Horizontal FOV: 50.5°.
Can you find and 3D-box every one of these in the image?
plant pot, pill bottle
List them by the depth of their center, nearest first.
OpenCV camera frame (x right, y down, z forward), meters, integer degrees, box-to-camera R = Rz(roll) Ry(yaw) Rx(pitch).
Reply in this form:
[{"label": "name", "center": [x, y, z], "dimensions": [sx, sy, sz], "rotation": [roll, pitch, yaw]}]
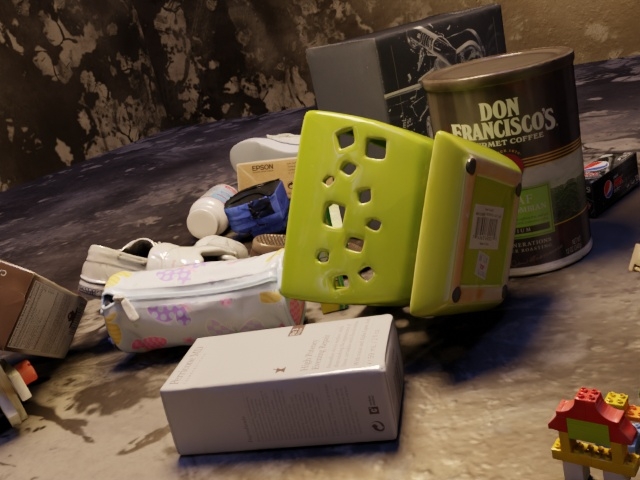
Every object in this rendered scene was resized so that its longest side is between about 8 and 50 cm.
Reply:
[{"label": "plant pot", "center": [0.108, -0.023, 0.810], "dimensions": [0.207, 0.227, 0.228], "rotation": [10, 3, 37]}, {"label": "pill bottle", "center": [-0.229, -0.060, 1.457], "dimensions": [0.087, 0.087, 0.160], "rotation": [-9, 19, 12]}]

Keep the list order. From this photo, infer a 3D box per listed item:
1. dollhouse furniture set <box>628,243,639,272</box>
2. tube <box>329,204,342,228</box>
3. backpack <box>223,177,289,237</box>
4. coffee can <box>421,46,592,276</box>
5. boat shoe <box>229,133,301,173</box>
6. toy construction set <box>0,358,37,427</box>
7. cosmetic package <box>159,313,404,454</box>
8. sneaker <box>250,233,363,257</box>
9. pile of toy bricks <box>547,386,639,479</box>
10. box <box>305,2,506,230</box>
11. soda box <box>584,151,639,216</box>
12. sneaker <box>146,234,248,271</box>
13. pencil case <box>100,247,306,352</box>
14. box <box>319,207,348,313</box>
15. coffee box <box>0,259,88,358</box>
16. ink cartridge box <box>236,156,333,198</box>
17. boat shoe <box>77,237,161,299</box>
[{"label": "dollhouse furniture set", "center": [0.405, 0.083, 0.628], "dimensions": [0.160, 0.101, 0.182], "rotation": [8, 12, -17]}, {"label": "tube", "center": [0.075, -0.075, 1.348], "dimensions": [0.240, 0.062, 0.070], "rotation": [-36, -13, -41]}, {"label": "backpack", "center": [-0.127, -0.056, 1.350], "dimensions": [0.120, 0.101, 0.098], "rotation": [-14, 16, 12]}, {"label": "coffee can", "center": [0.267, -0.114, 0.959], "dimensions": [0.201, 0.276, 0.201], "rotation": [-12, 18, 4]}, {"label": "boat shoe", "center": [-0.052, -0.218, 1.733], "dimensions": [0.367, 0.136, 0.156], "rotation": [3, 24, 33]}, {"label": "toy construction set", "center": [-0.514, 0.191, 0.800], "dimensions": [0.327, 0.151, 0.215], "rotation": [-15, -7, -29]}, {"label": "cosmetic package", "center": [-0.034, 0.148, 0.701], "dimensions": [0.231, 0.086, 0.117], "rotation": [-8, 18, 13]}, {"label": "sneaker", "center": [-0.018, 0.035, 1.072], "dimensions": [0.188, 0.071, 0.066], "rotation": [7, 25, -9]}, {"label": "pile of toy bricks", "center": [0.285, 0.128, 0.493], "dimensions": [0.212, 0.105, 0.118], "rotation": [2, 23, 39]}, {"label": "box", "center": [0.177, -0.207, 1.200], "dimensions": [0.312, 0.343, 0.179], "rotation": [-25, 22, -32]}, {"label": "soda box", "center": [0.461, -0.094, 1.113], "dimensions": [0.169, 0.060, 0.053], "rotation": [-28, 22, -38]}, {"label": "sneaker", "center": [-0.164, 0.044, 1.077], "dimensions": [0.115, 0.091, 0.232], "rotation": [5, 8, 24]}, {"label": "pencil case", "center": [-0.155, 0.080, 0.918], "dimensions": [0.273, 0.124, 0.114], "rotation": [-8, 55, 12]}, {"label": "box", "center": [0.000, 0.000, 0.963], "dimensions": [0.043, 0.179, 0.105], "rotation": [-14, 18, -1]}, {"label": "coffee box", "center": [-0.417, 0.084, 0.890], "dimensions": [0.141, 0.098, 0.246], "rotation": [19, -13, 0]}, {"label": "ink cartridge box", "center": [-0.042, -0.138, 1.472], "dimensions": [0.234, 0.088, 0.193], "rotation": [-5, 7, 11]}, {"label": "boat shoe", "center": [-0.280, 0.039, 1.073], "dimensions": [0.096, 0.088, 0.267], "rotation": [12, 4, 23]}]
